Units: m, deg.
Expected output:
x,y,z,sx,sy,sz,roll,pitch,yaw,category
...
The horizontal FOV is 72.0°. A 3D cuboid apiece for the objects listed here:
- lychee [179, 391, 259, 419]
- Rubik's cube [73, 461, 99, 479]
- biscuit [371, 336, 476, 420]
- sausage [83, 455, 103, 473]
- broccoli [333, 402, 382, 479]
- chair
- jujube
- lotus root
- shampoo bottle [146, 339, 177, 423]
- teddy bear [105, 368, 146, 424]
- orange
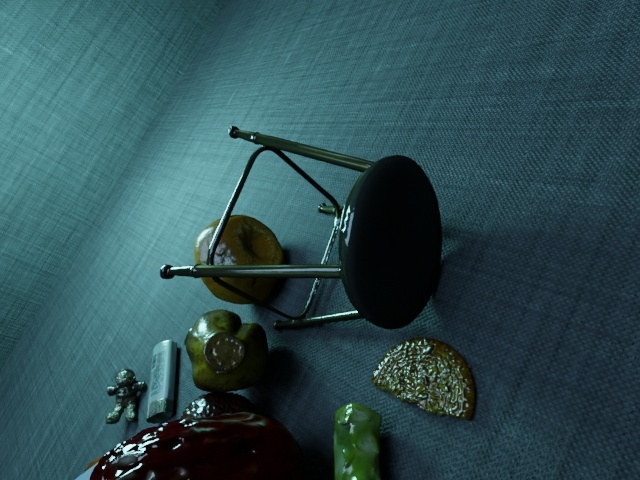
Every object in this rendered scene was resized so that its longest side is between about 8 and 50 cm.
x,y,z,sx,sy,sz,roll,pitch,yaw,category
-0.217,0.414,0.944,0.194,0.194,0.195,-25,48,31,lychee
-0.397,0.636,0.862,0.387,0.359,0.368,-4,19,43,Rubik's cube
0.184,0.235,0.786,0.206,0.025,0.126,4,66,46,biscuit
-0.603,0.713,1.200,0.300,0.083,0.089,33,101,52,sausage
0.069,0.432,0.656,0.252,0.221,0.362,120,162,-61,broccoli
0.000,0.000,0.896,0.409,0.364,0.362,5,67,41,chair
-0.185,0.426,0.738,0.258,0.376,0.259,-11,77,61,jujube
-0.206,0.238,0.976,0.193,0.193,0.291,-62,1,-8,lotus root
-0.463,0.409,1.291,0.086,0.056,0.228,-34,44,21,shampoo bottle
-0.602,0.482,1.368,0.119,0.078,0.161,-3,68,-5,teddy bear
-0.230,0.057,1.180,0.183,0.248,0.249,-45,38,37,orange
